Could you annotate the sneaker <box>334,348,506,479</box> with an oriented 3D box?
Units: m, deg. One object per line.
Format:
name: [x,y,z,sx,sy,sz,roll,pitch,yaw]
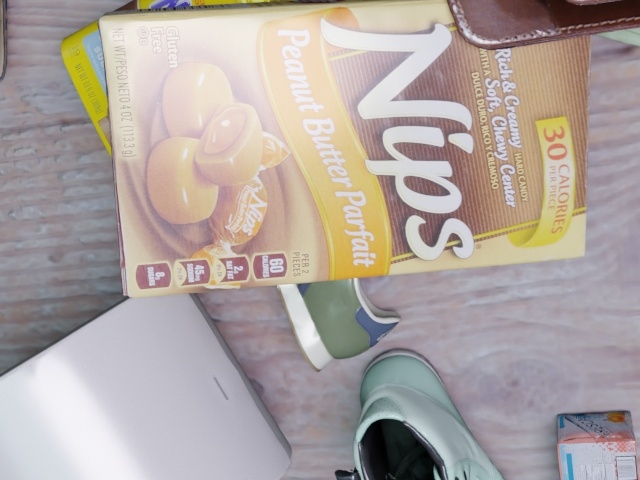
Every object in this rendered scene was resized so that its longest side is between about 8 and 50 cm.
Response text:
sneaker: [0.099,0.215,0.755,0.094,0.151,0.256,-32,94,16]

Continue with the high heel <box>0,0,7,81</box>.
high heel: [-0.241,-0.251,0.758,0.261,0.093,0.186,-37,85,34]

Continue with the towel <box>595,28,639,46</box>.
towel: [0.341,-0.202,0.623,0.325,0.038,0.247,27,103,25]

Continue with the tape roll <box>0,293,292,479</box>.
tape roll: [-0.165,0.153,0.755,0.246,0.246,0.169,-29,94,17]

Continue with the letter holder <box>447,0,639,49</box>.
letter holder: [0.157,-0.282,0.570,0.215,0.152,0.301,-9,86,1]

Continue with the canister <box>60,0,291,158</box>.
canister: [-0.097,-0.137,0.767,0.170,0.073,0.126,-24,97,18]

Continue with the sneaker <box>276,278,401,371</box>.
sneaker: [0.000,0.000,0.783,0.086,0.064,0.192,-21,97,9]

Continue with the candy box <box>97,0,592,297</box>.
candy box: [0.019,-0.071,0.688,0.317,0.087,0.182,-5,107,-7]

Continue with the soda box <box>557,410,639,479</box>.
soda box: [0.218,0.226,0.776,0.058,0.063,0.183,-5,100,14]
